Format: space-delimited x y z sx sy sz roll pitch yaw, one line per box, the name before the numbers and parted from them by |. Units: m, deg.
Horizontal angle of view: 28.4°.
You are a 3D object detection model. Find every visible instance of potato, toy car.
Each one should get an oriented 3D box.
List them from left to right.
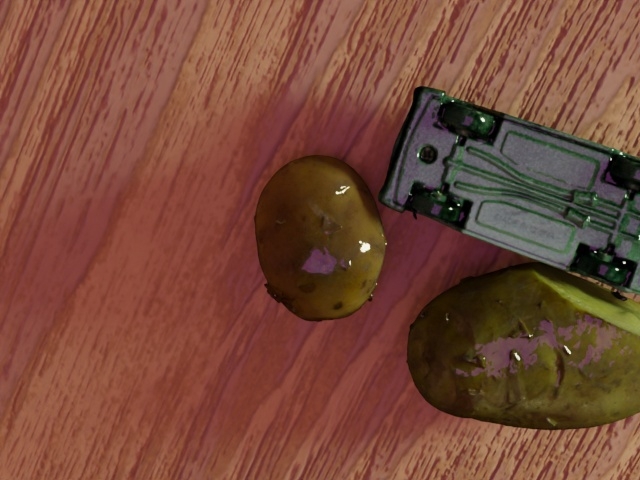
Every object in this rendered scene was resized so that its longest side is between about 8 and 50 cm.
potato | 0.000 0.000 1.326 0.137 0.137 0.176 -14 99 10
toy car | 0.227 -0.045 1.298 0.320 0.097 0.141 19 98 2
potato | 0.238 0.111 1.319 0.298 0.141 0.176 -1 116 0
